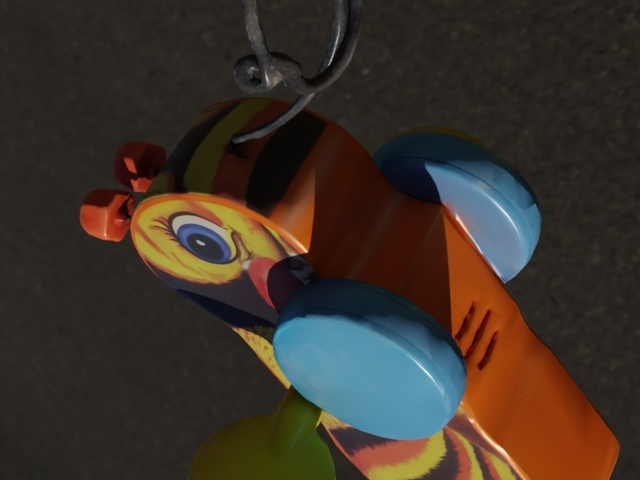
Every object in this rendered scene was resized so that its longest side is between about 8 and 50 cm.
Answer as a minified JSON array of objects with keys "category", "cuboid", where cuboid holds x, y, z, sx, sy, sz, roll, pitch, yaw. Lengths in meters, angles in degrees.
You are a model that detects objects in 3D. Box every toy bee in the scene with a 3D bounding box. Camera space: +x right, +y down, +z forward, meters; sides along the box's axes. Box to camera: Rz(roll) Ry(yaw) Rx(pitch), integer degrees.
[{"category":"toy bee","cuboid":[0.000,0.000,0.579,0.162,0.195,0.298,3,118,38]}]
